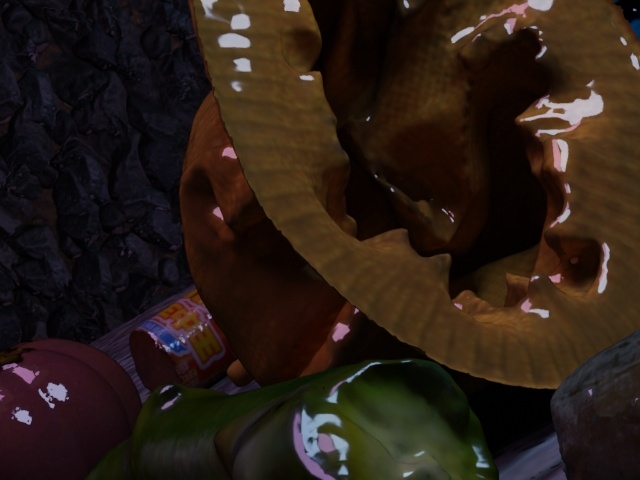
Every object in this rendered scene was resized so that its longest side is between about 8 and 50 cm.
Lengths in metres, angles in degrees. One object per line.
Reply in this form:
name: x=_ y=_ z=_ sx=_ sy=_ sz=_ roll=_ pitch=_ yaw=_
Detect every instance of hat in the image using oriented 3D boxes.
hat: x=0.000 y=0.000 z=0.820 sx=0.233 sy=0.244 sz=0.233 roll=-52 pitch=6 yaw=48

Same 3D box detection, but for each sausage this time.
sausage: x=-0.029 y=0.036 z=1.559 sx=0.274 sy=0.074 sz=0.074 roll=-32 pitch=3 yaw=-26

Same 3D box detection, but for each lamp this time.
lamp: x=-0.202 y=0.127 z=1.215 sx=0.182 sy=0.140 sz=0.182 roll=-28 pitch=4 yaw=2

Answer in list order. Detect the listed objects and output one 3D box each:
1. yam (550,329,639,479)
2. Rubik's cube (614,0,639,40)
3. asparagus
yam: x=0.161 y=0.007 z=0.390 sx=0.253 sy=0.061 sz=0.061 roll=-28 pitch=5 yaw=35
Rubik's cube: x=0.119 y=-0.068 z=0.968 sx=0.160 sy=0.162 sz=0.163 roll=-34 pitch=5 yaw=-23
asparagus: x=-0.026 y=0.091 z=0.700 sx=0.082 sy=0.085 sz=0.343 roll=14 pitch=-13 yaw=-18
